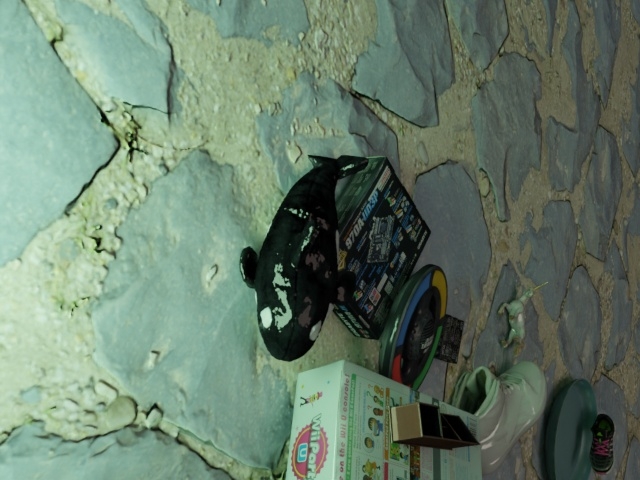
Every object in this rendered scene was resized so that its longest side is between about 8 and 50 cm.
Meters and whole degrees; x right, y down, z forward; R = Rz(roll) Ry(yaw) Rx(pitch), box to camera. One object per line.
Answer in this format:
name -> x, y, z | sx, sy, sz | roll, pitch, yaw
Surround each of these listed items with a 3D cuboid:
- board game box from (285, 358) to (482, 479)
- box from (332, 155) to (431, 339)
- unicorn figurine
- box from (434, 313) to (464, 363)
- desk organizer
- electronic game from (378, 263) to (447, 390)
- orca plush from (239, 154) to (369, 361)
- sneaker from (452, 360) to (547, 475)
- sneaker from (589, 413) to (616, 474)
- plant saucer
board game box -> 0.098, 0.321, 0.754 | 0.303, 0.097, 0.224 | 31, 50, -33
box -> 0.075, 0.011, 0.834 | 0.175, 0.051, 0.220 | 51, 57, -34
unicorn figurine -> 0.438, 0.168, 1.220 | 0.111, 0.060, 0.162 | -16, 119, -45
box -> 0.240, 0.184, 1.033 | 0.067, 0.018, 0.084 | 24, 74, -44
desk organizer -> 0.154, 0.249, 0.739 | 0.130, 0.050, 0.047 | 22, 54, -37
electronic game -> 0.155, 0.150, 0.884 | 0.229, 0.048, 0.230 | -34, 132, -50
orca plush -> 0.000, 0.000, 0.676 | 0.151, 0.102, 0.287 | 32, 64, -5
sneaker -> 0.364, 0.303, 1.103 | 0.292, 0.108, 0.169 | -40, 121, -37
sneaker -> 0.764, 0.546, 1.501 | 0.075, 0.063, 0.170 | 55, 49, -32
plant saucer -> 0.666, 0.524, 1.471 | 0.317, 0.043, 0.318 | -2, 93, -47
